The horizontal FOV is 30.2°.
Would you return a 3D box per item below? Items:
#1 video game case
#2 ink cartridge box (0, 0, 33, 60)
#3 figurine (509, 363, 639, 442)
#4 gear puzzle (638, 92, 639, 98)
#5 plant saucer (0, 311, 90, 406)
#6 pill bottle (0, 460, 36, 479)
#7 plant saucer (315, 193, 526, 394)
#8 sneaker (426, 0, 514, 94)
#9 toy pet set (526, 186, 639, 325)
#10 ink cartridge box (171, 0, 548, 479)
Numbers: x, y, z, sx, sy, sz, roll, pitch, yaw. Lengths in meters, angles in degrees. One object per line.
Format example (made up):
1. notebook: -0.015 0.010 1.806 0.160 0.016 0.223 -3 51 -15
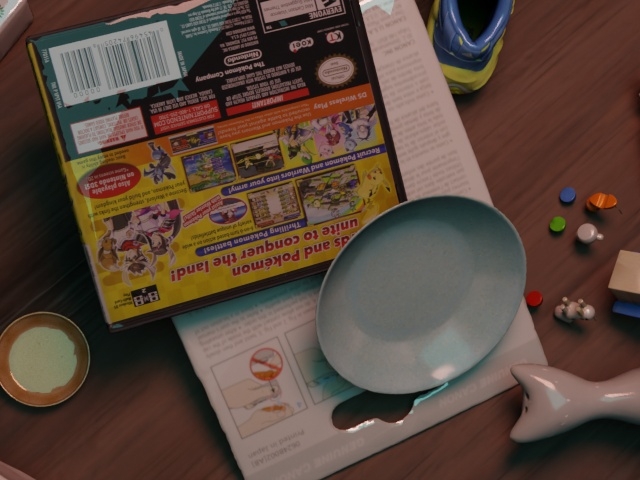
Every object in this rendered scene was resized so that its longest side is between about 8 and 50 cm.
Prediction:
1. video game case: -0.077 -0.079 0.989 0.274 0.035 0.248 -16 98 -11
2. ink cartridge box: -0.421 -0.128 1.046 0.165 0.065 0.333 37 78 1
3. figurine: 0.270 0.198 1.047 0.209 0.092 0.215 -5 89 -2
4. gear puzzle: 0.400 -0.011 1.111 0.175 0.044 0.339 -5 88 7
5. plant saucer: -0.246 0.105 1.051 0.083 0.015 0.083 1 82 -6
6. pill bottle: -0.294 0.290 0.966 0.117 0.117 0.208 31 80 0
7. plant saucer: 0.082 0.041 1.015 0.195 0.037 0.195 -10 121 -18
8. sneaker: 0.152 -0.259 1.091 0.091 0.126 0.240 6 81 -5
9. toy pet set: 0.268 0.026 1.103 0.114 0.065 0.122 12 74 35
10. ink cartridge box: 0.000 0.000 1.077 0.308 0.091 0.385 -24 101 -9
